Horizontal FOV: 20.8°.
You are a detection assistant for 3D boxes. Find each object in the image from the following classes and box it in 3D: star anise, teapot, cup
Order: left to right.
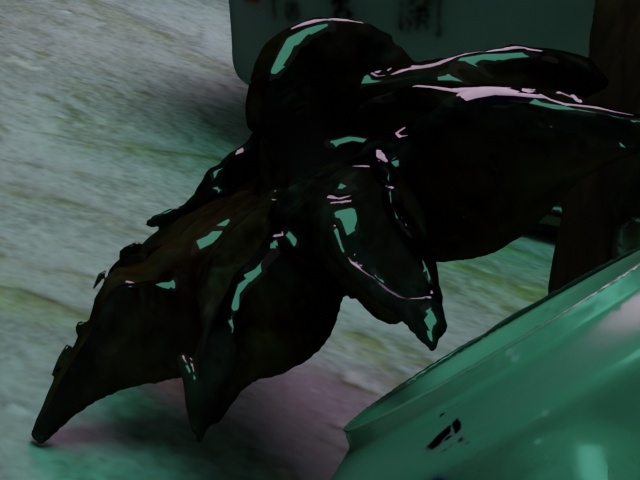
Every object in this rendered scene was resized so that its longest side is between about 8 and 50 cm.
[{"bbox_3d":[-0.004,-0.023,0.656,0.272,0.102,0.272,-28,14,8],"label":"star anise"},{"bbox_3d":[0.078,-0.146,1.160,0.347,0.163,0.347,6,13,-1],"label":"cup"},{"bbox_3d":[0.094,0.088,0.523,0.159,0.159,0.232,15,7,10],"label":"teapot"}]

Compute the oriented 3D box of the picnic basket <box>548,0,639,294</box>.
[{"bbox_3d":[0.252,-0.009,0.680,0.291,0.254,0.321,8,1,-12],"label":"picnic basket"}]

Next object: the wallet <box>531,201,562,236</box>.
[{"bbox_3d":[0.227,-0.004,1.062,0.232,0.031,0.122,16,19,15],"label":"wallet"}]
